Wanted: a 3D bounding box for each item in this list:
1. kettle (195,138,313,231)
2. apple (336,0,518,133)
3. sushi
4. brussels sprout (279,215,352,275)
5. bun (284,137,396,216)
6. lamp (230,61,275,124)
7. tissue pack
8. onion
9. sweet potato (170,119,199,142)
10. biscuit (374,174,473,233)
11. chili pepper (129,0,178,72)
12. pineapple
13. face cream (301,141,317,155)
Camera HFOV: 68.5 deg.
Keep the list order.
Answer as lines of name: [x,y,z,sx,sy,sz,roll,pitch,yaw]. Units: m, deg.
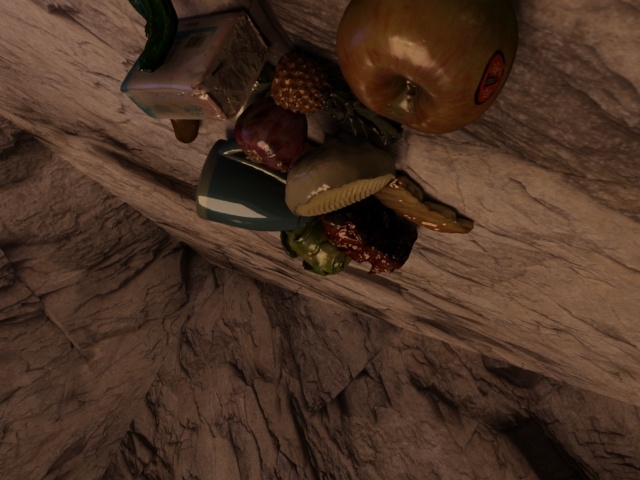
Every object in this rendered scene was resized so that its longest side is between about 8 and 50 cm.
kettle: [-0.166,-0.165,1.403,0.342,0.247,0.319,16,137,2]
apple: [0.147,-0.269,0.657,0.261,0.194,0.261,24,166,6]
sushi: [0.140,-0.034,1.405,0.343,0.182,0.196,31,156,-29]
brussels sprout: [0.000,-0.003,1.629,0.259,0.227,0.294,39,171,4]
bun: [0.038,-0.159,1.115,0.287,0.146,0.287,-19,172,-3]
lamp: [-0.162,-0.333,1.074,0.106,0.106,0.193,30,152,-18]
tissue pack: [-0.260,-0.352,0.969,0.271,0.201,0.124,13,164,38]
onion: [-0.094,-0.253,1.034,0.159,0.195,0.159,30,165,9]
sweet potato: [-0.409,-0.352,1.397,0.108,0.079,0.346,53,165,5]
biscuit: [0.265,-0.093,1.282,0.299,0.045,0.154,30,161,-21]
chili pepper: [-0.351,-0.459,0.883,0.065,0.122,0.279,-14,110,42]
pineapple: [0.044,-0.280,0.925,0.277,0.119,0.130,23,119,1]
face cream: [0.007,-0.197,1.268,0.273,0.078,0.078,28,163,-11]
